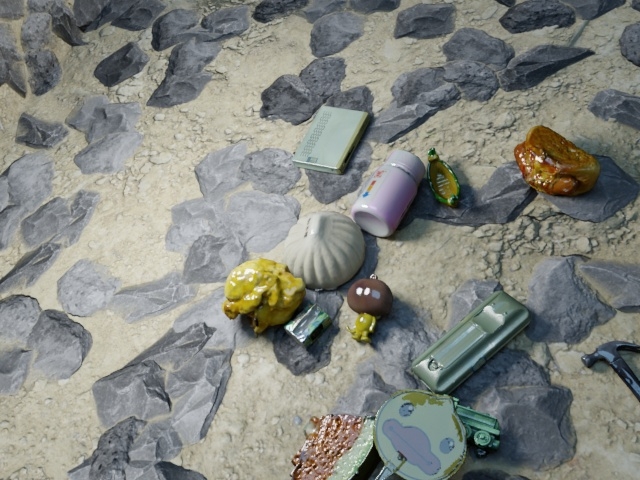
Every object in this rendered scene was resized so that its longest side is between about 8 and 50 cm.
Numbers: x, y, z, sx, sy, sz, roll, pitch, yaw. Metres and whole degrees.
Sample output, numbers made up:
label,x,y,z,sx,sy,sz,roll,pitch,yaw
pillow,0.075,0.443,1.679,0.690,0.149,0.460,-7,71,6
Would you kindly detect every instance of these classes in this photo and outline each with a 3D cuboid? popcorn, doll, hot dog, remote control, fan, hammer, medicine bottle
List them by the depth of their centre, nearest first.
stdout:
label,x,y,z,sx,sy,sz,roll,pitch,yaw
fan,0.207,0.488,1.522,0.229,0.011,0.335,38,69,24
hammer,0.769,0.362,1.545,0.137,0.037,0.290,-28,52,-2
remote control,0.394,0.263,1.705,0.335,0.066,0.128,-38,44,-12
doll,0.128,0.189,1.834,0.145,0.096,0.188,30,93,47
popcorn,-0.172,0.150,1.884,0.253,0.190,0.191,-27,44,0
hot dog,0.683,-0.225,1.927,0.153,0.150,0.257,-30,53,-17
medicine bottle,0.214,-0.147,2.004,0.152,0.152,0.254,20,62,28

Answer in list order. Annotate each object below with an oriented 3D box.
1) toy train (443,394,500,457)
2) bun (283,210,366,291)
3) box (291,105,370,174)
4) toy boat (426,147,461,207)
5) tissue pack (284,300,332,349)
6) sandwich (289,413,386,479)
label,x,y,z,sx,sy,sz,roll,pitch,yaw
toy train,0.359,0.452,1.585,0.170,0.071,0.111,14,53,25
bun,0.000,0.000,1.949,0.263,0.175,0.263,-8,52,11
box,0.034,-0.353,2.271,0.210,0.045,0.270,12,60,24
toy boat,0.381,-0.186,2.021,0.089,0.088,0.230,-20,53,3
tissue pack,-0.037,0.236,1.847,0.111,0.079,0.085,-44,56,-16
sandwich,0.029,0.542,1.597,0.212,0.109,0.292,14,58,32
